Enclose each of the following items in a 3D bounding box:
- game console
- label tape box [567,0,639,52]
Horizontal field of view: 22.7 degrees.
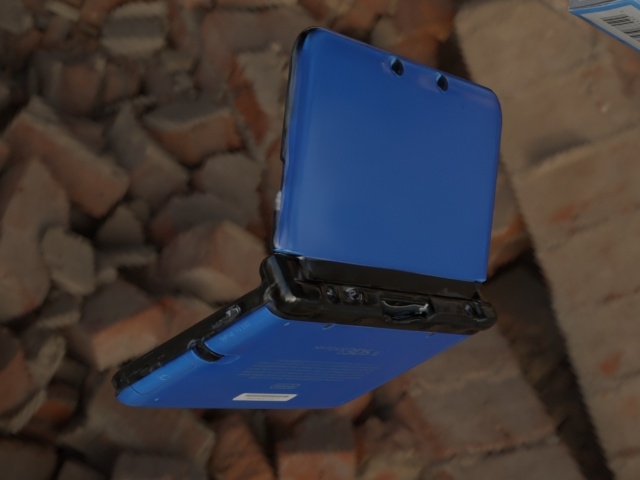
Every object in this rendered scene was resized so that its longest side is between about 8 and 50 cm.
[{"bbox_3d":[0.000,0.000,1.176,0.293,0.250,0.173,10,54,-56],"label":"game console"},{"bbox_3d":[0.448,-0.398,1.954,0.249,0.115,0.347,22,72,-35],"label":"label tape box"}]
